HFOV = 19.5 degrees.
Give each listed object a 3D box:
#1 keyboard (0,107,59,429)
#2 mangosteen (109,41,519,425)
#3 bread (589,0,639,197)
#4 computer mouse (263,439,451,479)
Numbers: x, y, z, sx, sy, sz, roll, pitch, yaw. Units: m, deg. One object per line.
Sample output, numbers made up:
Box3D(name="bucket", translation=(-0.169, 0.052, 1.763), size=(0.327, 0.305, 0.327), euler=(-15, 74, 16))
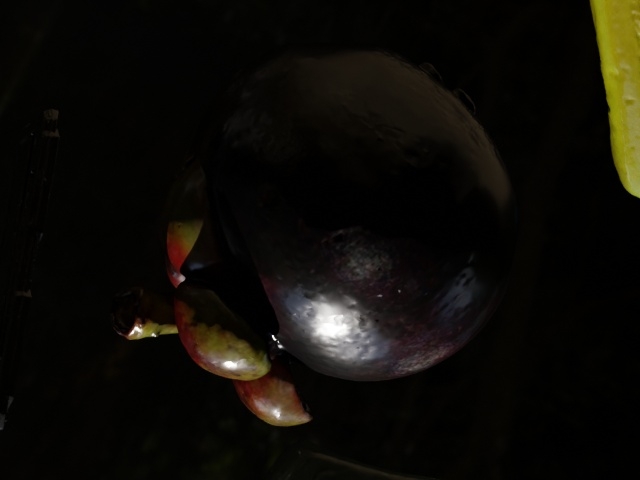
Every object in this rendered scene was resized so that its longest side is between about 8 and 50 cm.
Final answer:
Box3D(name="keyboard", translation=(-0.247, 0.025, 1.506), size=(0.016, 0.262, 0.106), euler=(13, 166, -21))
Box3D(name="mangosteen", translation=(0.000, 0.000, 1.980), size=(0.382, 0.435, 0.382), euler=(41, 168, 10))
Box3D(name="bread", translation=(0.273, -0.191, 1.338), size=(0.166, 0.383, 0.112), euler=(10, -143, 39))
Box3D(name="computer mouse", translation=(0.087, 0.311, 1.736), size=(0.371, 0.188, 0.122), euler=(16, 164, 12))
